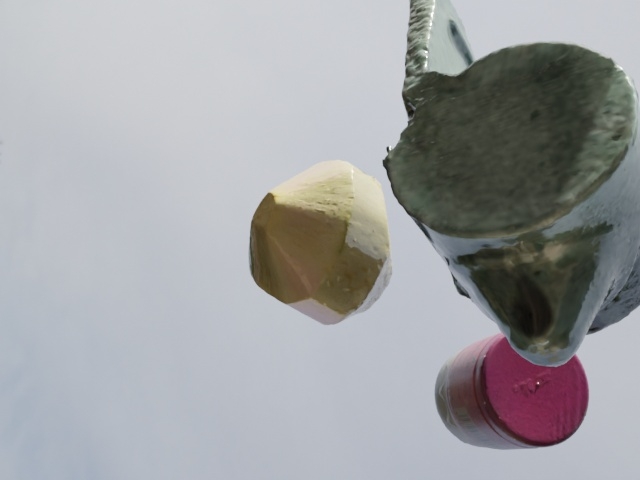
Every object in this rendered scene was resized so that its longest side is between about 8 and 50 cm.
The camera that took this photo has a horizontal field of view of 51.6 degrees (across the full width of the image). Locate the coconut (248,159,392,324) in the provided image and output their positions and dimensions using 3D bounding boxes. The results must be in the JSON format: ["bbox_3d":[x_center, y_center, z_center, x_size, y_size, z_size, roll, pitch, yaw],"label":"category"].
[{"bbox_3d":[0.000,0.000,1.045,0.259,0.259,0.259,-4,-95,48],"label":"coconut"}]

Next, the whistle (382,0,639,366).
[{"bbox_3d":[0.147,-0.077,0.596,0.188,0.168,0.404,-38,-138,6],"label":"whistle"}]

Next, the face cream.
[{"bbox_3d":[0.287,0.235,1.031,0.195,0.175,0.175,129,-48,-68],"label":"face cream"}]
